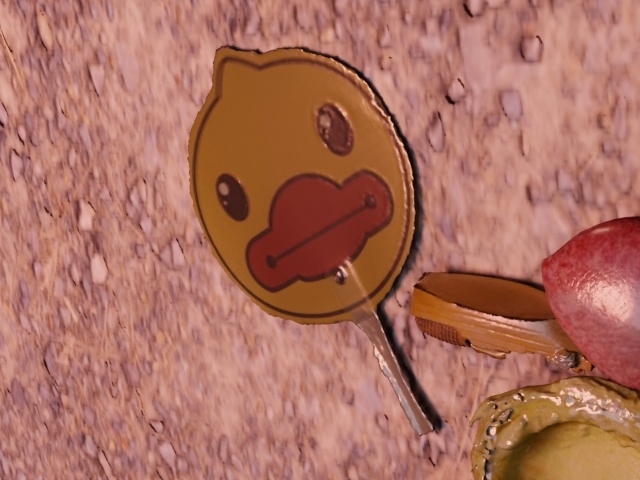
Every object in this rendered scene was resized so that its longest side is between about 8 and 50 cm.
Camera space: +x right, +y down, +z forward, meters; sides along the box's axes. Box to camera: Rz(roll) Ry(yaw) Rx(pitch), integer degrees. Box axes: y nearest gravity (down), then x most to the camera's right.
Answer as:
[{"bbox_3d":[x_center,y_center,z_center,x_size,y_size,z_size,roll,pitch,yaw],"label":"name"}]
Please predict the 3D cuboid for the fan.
[{"bbox_3d":[0.001,0.000,1.009,0.229,0.011,0.335,-30,86,43],"label":"fan"}]

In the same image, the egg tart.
[{"bbox_3d":[0.192,0.169,0.876,0.197,0.078,0.197,19,121,34],"label":"egg tart"}]

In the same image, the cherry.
[{"bbox_3d":[0.237,0.055,0.789,0.225,0.090,0.107,25,108,20],"label":"cherry"}]

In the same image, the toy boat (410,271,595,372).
[{"bbox_3d":[0.126,0.057,0.906,0.149,0.047,0.049,13,130,38],"label":"toy boat"}]
